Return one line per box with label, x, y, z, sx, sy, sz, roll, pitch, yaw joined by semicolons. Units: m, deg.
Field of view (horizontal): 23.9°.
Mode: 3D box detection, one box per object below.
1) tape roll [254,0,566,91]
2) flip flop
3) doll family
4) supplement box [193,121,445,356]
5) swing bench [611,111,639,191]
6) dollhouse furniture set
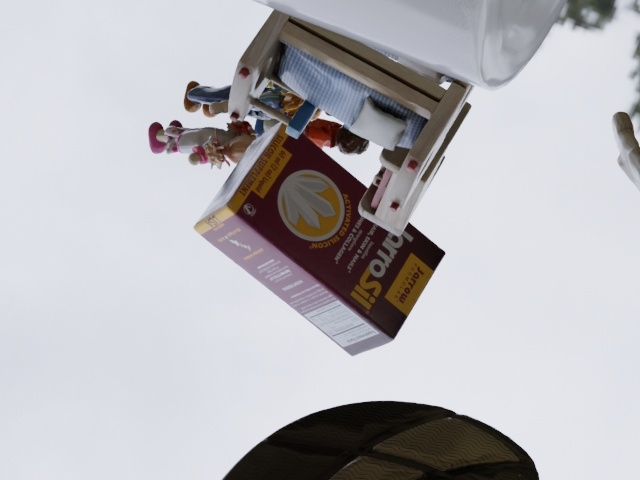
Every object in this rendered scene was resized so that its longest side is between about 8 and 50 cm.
tape roll;0.061;-0.221;0.809;0.169;0.246;0.246;23;-134;17
flip flop;-0.018;0.170;0.597;0.112;0.080;0.277;26;-122;28
doll family;-0.047;-0.142;1.575;0.163;0.118;0.263;10;-166;38
supplement box;0.000;0.000;1.313;0.188;0.081;0.104;39;-117;-13
swing bench;0.398;-0.020;1.219;0.255;0.165;0.253;-23;-141;11
dollhouse furniture set;0.019;-0.080;1.001;0.129;0.183;0.129;29;-118;5
